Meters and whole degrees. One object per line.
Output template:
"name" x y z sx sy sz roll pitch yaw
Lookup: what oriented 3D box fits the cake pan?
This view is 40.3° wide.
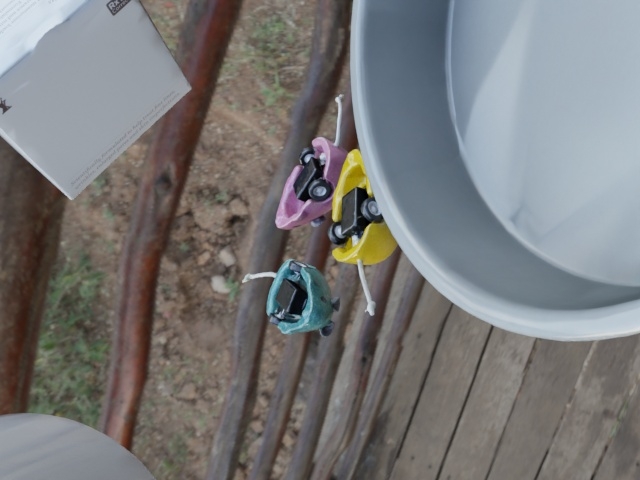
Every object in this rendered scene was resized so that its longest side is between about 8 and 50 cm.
"cake pan" 0.111 -0.108 0.340 0.293 0.054 0.294 -13 75 58

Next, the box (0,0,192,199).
"box" -0.255 -0.171 0.861 0.181 0.182 0.119 -45 61 -10

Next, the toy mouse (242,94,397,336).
"toy mouse" 0.000 0.000 0.496 0.143 0.031 0.161 -42 40 48

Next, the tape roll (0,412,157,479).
"tape roll" -0.207 0.226 0.483 0.246 0.169 0.246 -1 85 13
